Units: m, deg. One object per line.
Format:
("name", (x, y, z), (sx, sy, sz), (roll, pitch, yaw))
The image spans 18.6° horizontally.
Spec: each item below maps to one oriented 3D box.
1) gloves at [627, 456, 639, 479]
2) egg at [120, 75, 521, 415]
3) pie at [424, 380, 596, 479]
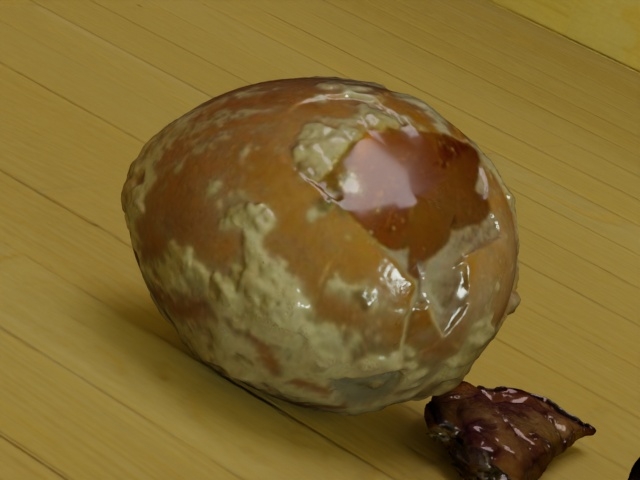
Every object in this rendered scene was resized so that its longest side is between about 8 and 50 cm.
("gloves", (0.222, 0.120, 1.026), (0.129, 0.181, 0.106), (14, 18, -27))
("egg", (0.000, 0.000, 1.118), (0.233, 0.195, 0.195), (27, 17, 8))
("pie", (0.106, 0.113, 1.160), (0.092, 0.034, 0.170), (29, 19, 12))
